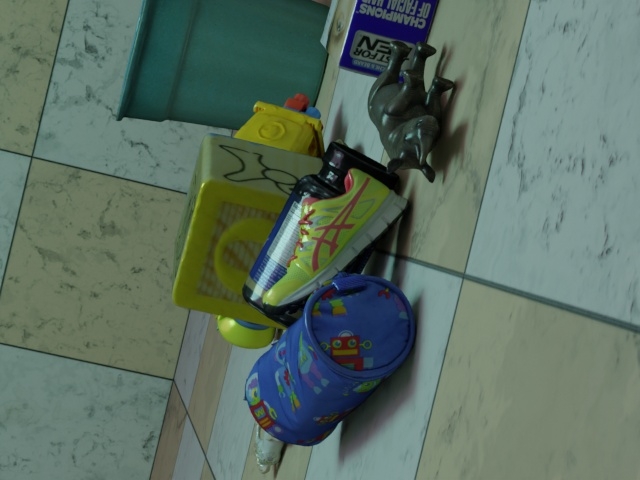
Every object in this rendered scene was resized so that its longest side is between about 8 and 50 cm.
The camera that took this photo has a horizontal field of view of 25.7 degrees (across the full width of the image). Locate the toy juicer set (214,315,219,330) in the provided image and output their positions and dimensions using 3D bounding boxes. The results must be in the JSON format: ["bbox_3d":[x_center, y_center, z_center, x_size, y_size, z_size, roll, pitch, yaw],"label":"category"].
[{"bbox_3d":[-0.139,0.034,2.579,0.209,0.090,0.329,-99,25,-65],"label":"toy juicer set"}]

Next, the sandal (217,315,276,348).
[{"bbox_3d":[-0.099,0.024,2.330,0.317,0.126,0.138,-98,25,-42],"label":"sandal"}]

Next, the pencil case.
[{"bbox_3d":[0.004,0.134,1.567,0.306,0.119,0.133,126,127,-62],"label":"pencil case"}]

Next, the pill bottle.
[{"bbox_3d":[0.004,-0.003,1.704,0.219,0.123,0.123,-62,12,8],"label":"pill bottle"}]

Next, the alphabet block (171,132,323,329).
[{"bbox_3d":[-0.093,-0.014,1.936,0.197,0.193,0.193,-99,22,-67],"label":"alphabet block"}]

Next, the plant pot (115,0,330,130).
[{"bbox_3d":[-0.171,-0.342,2.545,0.341,0.334,0.341,-166,90,-79],"label":"plant pot"}]

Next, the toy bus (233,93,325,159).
[{"bbox_3d":[-0.057,-0.113,2.173,0.211,0.150,0.220,-60,-23,-32],"label":"toy bus"}]

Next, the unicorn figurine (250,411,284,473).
[{"bbox_3d":[-0.068,0.269,2.009,0.111,0.060,0.161,-93,3,-56],"label":"unicorn figurine"}]

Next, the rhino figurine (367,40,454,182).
[{"bbox_3d":[0.100,-0.135,1.544,0.243,0.073,0.106,-99,28,-62],"label":"rhino figurine"}]

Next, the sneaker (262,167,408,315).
[{"bbox_3d":[0.000,0.000,1.595,0.208,0.094,0.081,-44,-3,-20],"label":"sneaker"}]

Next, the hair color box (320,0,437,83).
[{"bbox_3d":[0.100,-0.382,1.765,0.185,0.110,0.338,-111,34,-71],"label":"hair color box"}]

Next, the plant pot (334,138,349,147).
[{"bbox_3d":[0.013,-0.025,1.992,0.236,0.032,0.236,-167,90,-81],"label":"plant pot"}]
